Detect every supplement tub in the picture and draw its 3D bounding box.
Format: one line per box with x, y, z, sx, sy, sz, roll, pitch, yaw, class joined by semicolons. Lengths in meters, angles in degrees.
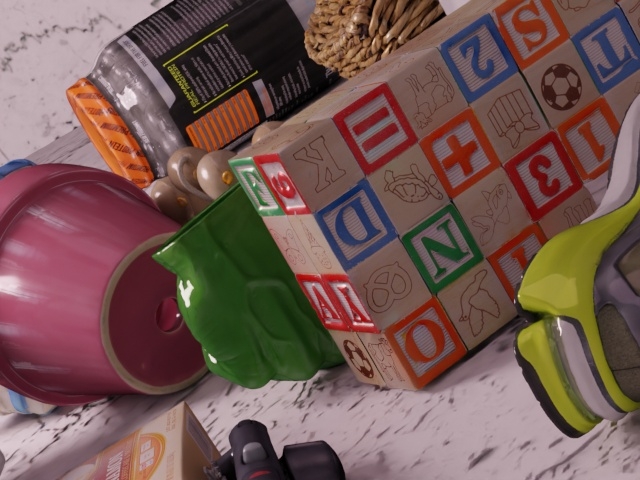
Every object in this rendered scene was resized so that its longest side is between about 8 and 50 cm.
-0.149;-0.219;2.299;0.338;0.207;0.207;-34;12;-11;supplement tub

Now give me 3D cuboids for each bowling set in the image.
-0.023;-0.047;1.449;0.200;0.154;0.287;-36;13;-17;bowling set

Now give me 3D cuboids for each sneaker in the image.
0.210;-0.007;0.903;0.121;0.111;0.300;-10;29;36;sneaker

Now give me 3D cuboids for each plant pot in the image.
-0.172;0.044;1.415;0.201;0.201;0.180;-39;30;-29;plant pot

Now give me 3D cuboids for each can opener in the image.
-0.024;0.142;0.935;0.073;0.059;0.186;-25;14;3;can opener

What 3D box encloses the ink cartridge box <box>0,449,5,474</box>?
-0.389;0.218;1.146;0.309;0.130;0.272;-23;22;9;ink cartridge box

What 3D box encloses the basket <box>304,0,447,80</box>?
0.127;-0.260;2.064;0.213;0.223;0.299;-65;14;2;basket

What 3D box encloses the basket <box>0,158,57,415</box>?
-0.318;0.047;1.621;0.289;0.201;0.255;14;40;33;basket

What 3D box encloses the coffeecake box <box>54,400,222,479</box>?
-0.141;0.187;1.025;0.185;0.068;0.142;-32;13;3;coffeecake box

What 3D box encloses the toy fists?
0.000;0.000;1.253;0.096;0.142;0.279;-32;8;46;toy fists

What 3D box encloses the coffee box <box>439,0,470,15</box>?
0.255;-0.393;1.694;0.334;0.338;0.337;-33;13;-8;coffee box

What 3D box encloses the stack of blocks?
0.113;-0.058;1.128;0.297;0.171;0.087;-35;13;-20;stack of blocks
